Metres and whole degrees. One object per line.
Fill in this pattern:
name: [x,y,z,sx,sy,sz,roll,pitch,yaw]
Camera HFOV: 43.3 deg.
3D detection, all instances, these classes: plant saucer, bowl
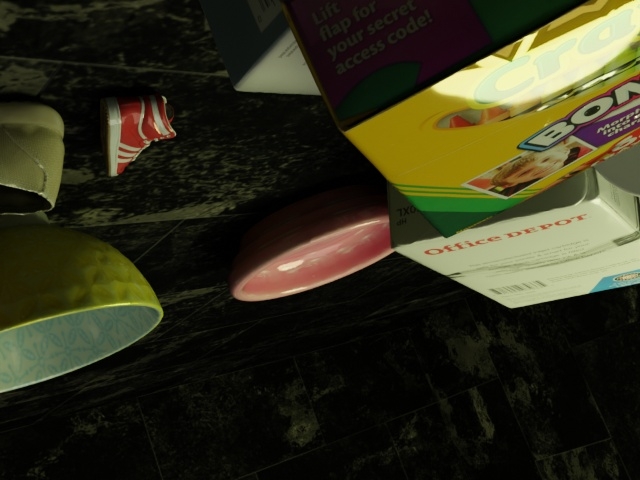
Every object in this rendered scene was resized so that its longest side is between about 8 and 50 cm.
plant saucer: [0.000,0.000,1.314,0.332,0.084,0.332,-20,167,-5]
bowl: [-0.334,0.057,0.878,0.289,0.156,0.289,-20,166,-5]

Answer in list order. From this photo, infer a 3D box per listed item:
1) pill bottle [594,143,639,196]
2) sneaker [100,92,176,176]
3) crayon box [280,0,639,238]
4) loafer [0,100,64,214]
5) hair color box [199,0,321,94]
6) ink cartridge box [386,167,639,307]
pill bottle: [0.463,-0.172,0.965,0.362,0.210,0.210,-24,172,-46]
sneaker: [-0.173,-0.099,0.765,0.067,0.042,0.118,-13,162,-20]
crayon box: [0.199,-0.147,0.543,0.362,0.106,0.313,-28,163,13]
loafer: [-0.328,-0.047,0.630,0.268,0.092,0.102,-15,165,-26]
hair color box: [0.108,-0.206,0.633,0.374,0.114,0.185,-7,159,-44]
ink cartridge box: [0.314,-0.041,1.163,0.285,0.166,0.394,-15,156,32]
